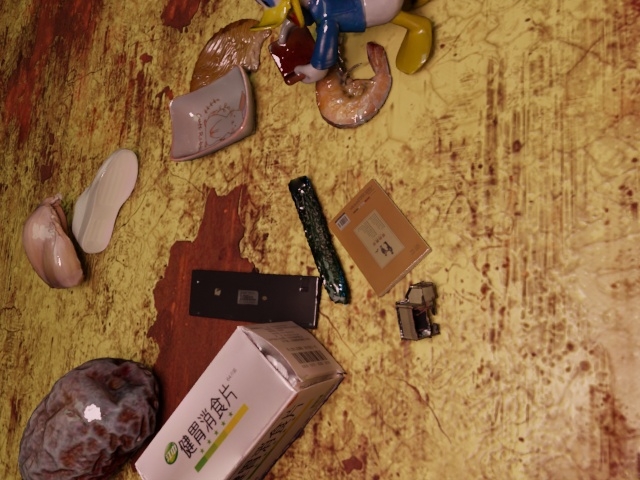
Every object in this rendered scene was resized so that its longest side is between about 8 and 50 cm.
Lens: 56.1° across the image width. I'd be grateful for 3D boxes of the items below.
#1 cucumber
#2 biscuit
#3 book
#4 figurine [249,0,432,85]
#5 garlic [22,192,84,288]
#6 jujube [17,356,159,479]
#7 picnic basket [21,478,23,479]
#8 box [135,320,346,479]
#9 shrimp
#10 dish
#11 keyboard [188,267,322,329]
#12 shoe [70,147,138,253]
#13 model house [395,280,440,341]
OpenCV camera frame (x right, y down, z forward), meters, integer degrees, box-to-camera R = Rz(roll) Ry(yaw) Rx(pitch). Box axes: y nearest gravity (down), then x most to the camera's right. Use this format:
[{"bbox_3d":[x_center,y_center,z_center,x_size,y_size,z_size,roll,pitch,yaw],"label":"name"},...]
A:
[{"bbox_3d":[-0.001,0.000,1.052,0.043,0.044,0.257,-24,66,9],"label":"cucumber"},{"bbox_3d":[-0.207,-0.376,1.290,0.176,0.031,0.229,36,101,37],"label":"biscuit"},{"bbox_3d":[0.094,-0.007,1.006,0.118,0.012,0.172,-45,58,19],"label":"book"},{"bbox_3d":[-0.008,-0.381,0.969,0.283,0.338,0.205,-31,57,39],"label":"figurine"},{"bbox_3d":[-0.652,0.010,1.435,0.217,0.110,0.228,-15,86,59],"label":"garlic"},{"bbox_3d":[-0.457,0.371,1.188,0.317,0.226,0.226,-52,56,21],"label":"jujube"},{"bbox_3d":[-0.618,0.553,1.360,0.193,0.054,0.110,-49,58,16],"label":"picnic basket"},{"bbox_3d":[-0.127,0.292,0.984,0.145,0.173,0.333,42,104,22],"label":"box"},{"bbox_3d":[0.052,-0.319,1.090,0.143,0.052,0.251,-15,77,20],"label":"shrimp"},{"bbox_3d":[-0.215,-0.248,1.239,0.212,0.077,0.151,-17,69,32],"label":"dish"},{"bbox_3d":[-0.130,0.103,1.132,0.316,0.027,0.106,1,84,36],"label":"keyboard"},{"bbox_3d":[-0.524,-0.106,1.418,0.110,0.095,0.265,30,100,36],"label":"shoe"},{"bbox_3d":[0.144,0.109,0.925,0.058,0.057,0.083,-9,94,60],"label":"model house"}]
